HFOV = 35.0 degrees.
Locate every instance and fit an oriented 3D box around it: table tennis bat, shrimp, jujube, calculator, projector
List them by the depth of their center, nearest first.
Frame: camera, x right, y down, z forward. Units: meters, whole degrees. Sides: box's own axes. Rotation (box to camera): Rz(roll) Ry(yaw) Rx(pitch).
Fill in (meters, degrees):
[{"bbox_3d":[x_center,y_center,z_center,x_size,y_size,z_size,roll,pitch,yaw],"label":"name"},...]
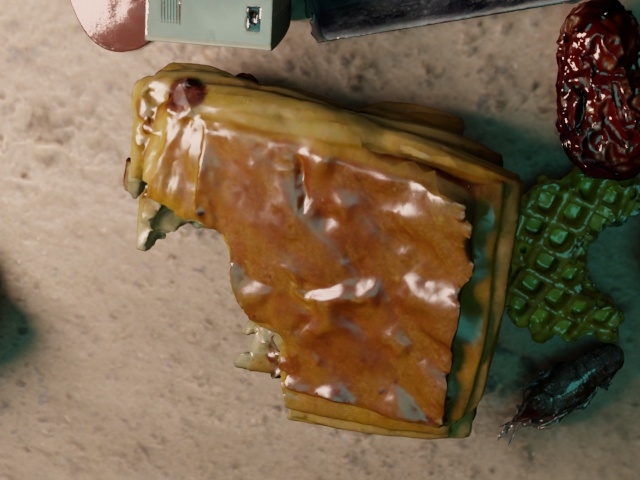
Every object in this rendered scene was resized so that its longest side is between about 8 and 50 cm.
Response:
[{"bbox_3d":[0.102,-0.266,0.897,0.261,0.021,0.161,-5,125,14],"label":"calculator"},{"bbox_3d":[-0.086,-0.214,0.901,0.115,0.147,0.061,4,111,3],"label":"projector"},{"bbox_3d":[0.265,-0.138,0.930,0.104,0.104,0.166,-3,110,7],"label":"jujube"},{"bbox_3d":[-0.207,-0.256,0.970,0.087,0.013,0.157,-16,112,14],"label":"table tennis bat"},{"bbox_3d":[0.250,0.162,1.077,0.165,0.065,0.057,-38,72,23],"label":"shrimp"}]

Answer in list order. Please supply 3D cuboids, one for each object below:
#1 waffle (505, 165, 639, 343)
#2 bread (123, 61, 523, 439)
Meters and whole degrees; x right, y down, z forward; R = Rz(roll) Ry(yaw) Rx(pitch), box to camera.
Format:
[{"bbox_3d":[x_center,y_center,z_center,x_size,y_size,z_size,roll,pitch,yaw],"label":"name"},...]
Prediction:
[{"bbox_3d":[0.254,0.019,1.020,0.148,0.051,0.194,-6,112,9],"label":"waffle"},{"bbox_3d":[0.000,0.000,0.967,0.369,0.191,0.314,14,119,13],"label":"bread"}]
